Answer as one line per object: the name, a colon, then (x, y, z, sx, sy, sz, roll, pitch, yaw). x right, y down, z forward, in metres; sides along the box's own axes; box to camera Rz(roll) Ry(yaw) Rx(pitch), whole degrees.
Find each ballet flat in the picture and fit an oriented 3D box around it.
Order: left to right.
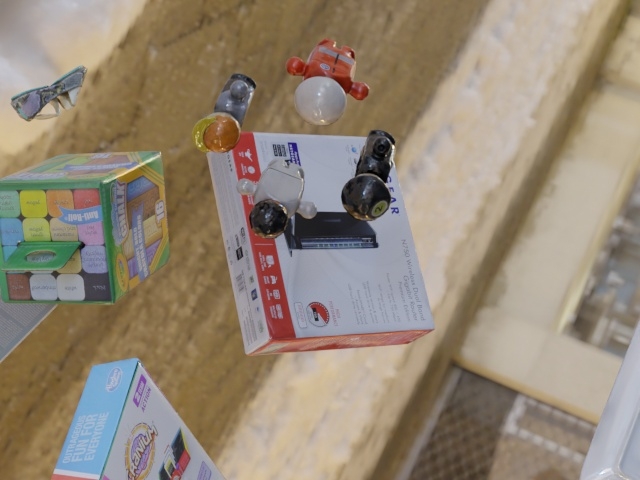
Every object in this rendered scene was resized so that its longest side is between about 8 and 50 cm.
ballet flat: (-0.288, -0.155, 1.324, 0.114, 0.041, 0.041, -39, 148, -50)

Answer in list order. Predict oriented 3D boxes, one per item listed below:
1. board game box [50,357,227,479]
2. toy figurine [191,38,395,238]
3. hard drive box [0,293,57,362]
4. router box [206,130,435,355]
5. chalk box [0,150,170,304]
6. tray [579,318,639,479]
board game box: (-0.190, 0.327, 1.387, 0.242, 0.064, 0.316, -77, 149, -46)
toy figurine: (-0.025, -0.112, 1.461, 0.148, 0.209, 0.213, -76, 146, -54)
hard drive box: (-0.549, 0.124, 1.964, 0.232, 0.181, 0.089, -45, 121, 0)
router box: (0.000, 0.000, 1.891, 0.301, 0.335, 0.082, -2, 159, -33)
chalk box: (-0.351, -0.015, 1.740, 0.289, 0.180, 0.179, -46, 134, -71)
tray: (0.399, 0.184, 1.369, 0.270, 0.145, 0.030, -63, -171, -22)
